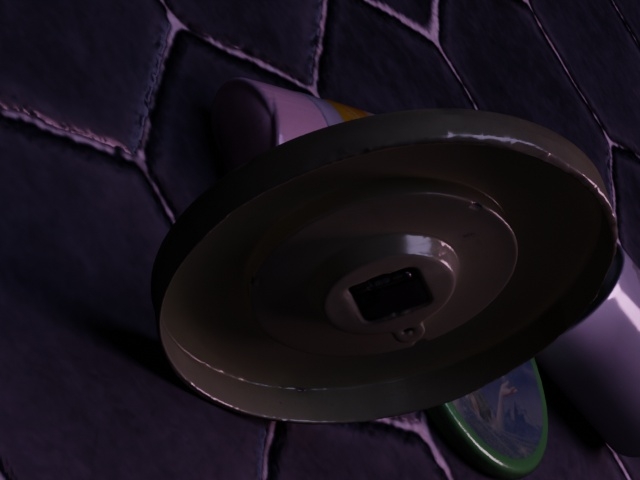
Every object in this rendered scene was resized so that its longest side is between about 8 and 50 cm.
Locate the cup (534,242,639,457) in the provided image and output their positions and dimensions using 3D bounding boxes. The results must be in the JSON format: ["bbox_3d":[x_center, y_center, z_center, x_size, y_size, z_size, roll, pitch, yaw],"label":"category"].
[{"bbox_3d":[0.211,0.066,1.414,0.133,0.099,0.136,47,29,-22],"label":"cup"}]

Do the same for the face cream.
[{"bbox_3d":[0.025,-0.047,1.210,0.198,0.057,0.084,14,38,-44],"label":"face cream"}]

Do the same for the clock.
[{"bbox_3d":[0.032,0.019,0.986,0.235,0.235,0.029,31,37,-45],"label":"clock"}]

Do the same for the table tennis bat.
[{"bbox_3d":[0.090,0.036,1.304,0.160,0.039,0.257,19,49,-53],"label":"table tennis bat"}]
